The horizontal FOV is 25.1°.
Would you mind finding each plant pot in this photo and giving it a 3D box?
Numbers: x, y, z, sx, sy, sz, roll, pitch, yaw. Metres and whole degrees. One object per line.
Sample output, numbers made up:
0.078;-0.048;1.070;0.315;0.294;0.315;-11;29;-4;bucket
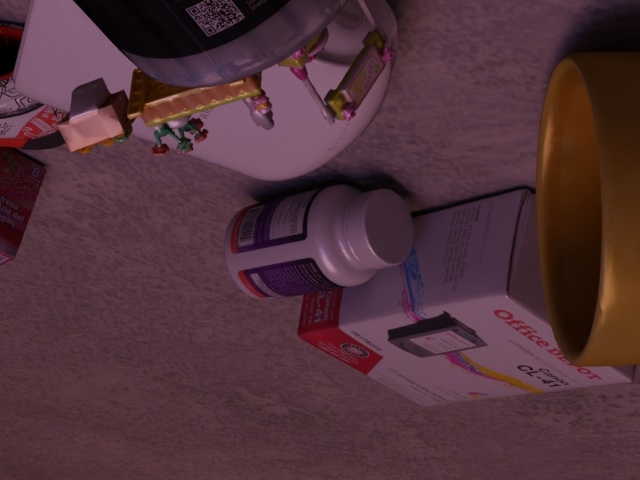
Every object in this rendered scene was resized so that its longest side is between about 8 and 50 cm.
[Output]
0.315;-0.029;1.170;0.239;0.254;0.254;-2;155;-4;plant pot

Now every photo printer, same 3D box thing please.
-0.096;-0.162;1.230;0.307;0.107;0.256;19;154;-11;photo printer

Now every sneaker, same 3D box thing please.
-0.380;-0.141;1.399;0.270;0.090;0.145;-7;151;4;sneaker

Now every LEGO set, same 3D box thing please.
-0.046;-0.125;1.069;0.132;0.287;0.107;44;173;44;LEGO set

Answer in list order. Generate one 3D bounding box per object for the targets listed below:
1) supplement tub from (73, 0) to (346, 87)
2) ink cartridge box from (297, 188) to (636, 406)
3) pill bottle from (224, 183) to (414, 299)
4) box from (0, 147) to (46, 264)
-0.125;-0.268;0.907;0.207;0.207;0.338;-2;149;30;supplement tub
0.162;0.073;1.562;0.226;0.131;0.306;32;150;-34;ink cartridge box
0.000;0.000;1.517;0.193;0.108;0.108;-11;145;42;pill bottle
-0.452;-0.071;1.582;0.257;0.122;0.128;30;150;-29;box
